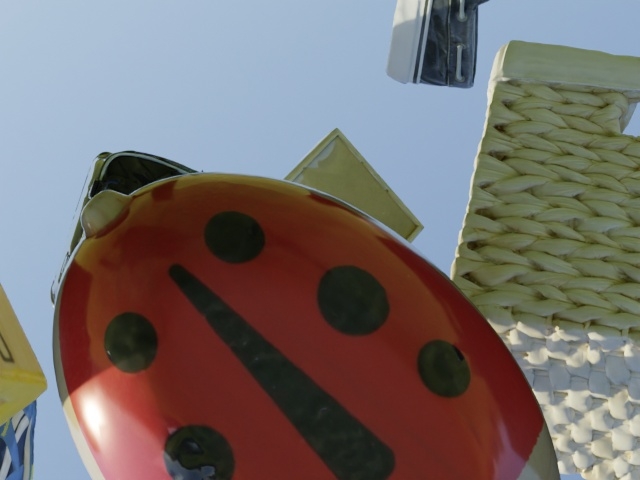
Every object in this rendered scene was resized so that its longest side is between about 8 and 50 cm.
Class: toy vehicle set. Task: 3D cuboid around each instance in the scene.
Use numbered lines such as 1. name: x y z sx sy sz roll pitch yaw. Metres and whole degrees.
1. toy vehicle set: 0.000 0.000 2.150 0.035 0.166 0.267 -35 -171 46

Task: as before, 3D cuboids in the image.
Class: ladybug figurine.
1. ladybug figurine: -0.009 0.130 1.321 0.305 0.449 0.162 -48 -179 -7

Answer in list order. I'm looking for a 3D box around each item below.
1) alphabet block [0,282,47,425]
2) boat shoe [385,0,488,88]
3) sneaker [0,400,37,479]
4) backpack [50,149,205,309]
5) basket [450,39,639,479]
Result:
1. alphabet block: -0.370 0.078 1.461 0.192 0.197 0.193 -39 155 18
2. boat shoe: 0.151 -0.304 1.981 0.119 0.335 0.121 11 -131 2
3. sneaker: -0.317 0.185 1.809 0.059 0.144 0.053 8 163 -40
4. backpack: -0.177 0.026 2.170 0.253 0.225 0.191 18 173 -13
5. basket: 0.287 0.036 1.560 0.328 0.331 0.266 9 -118 12
